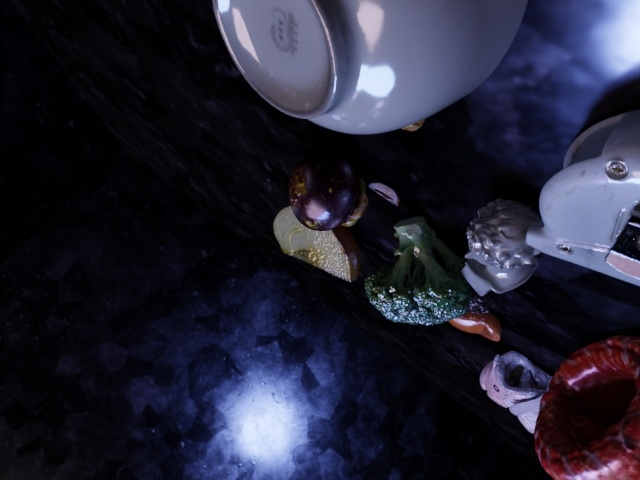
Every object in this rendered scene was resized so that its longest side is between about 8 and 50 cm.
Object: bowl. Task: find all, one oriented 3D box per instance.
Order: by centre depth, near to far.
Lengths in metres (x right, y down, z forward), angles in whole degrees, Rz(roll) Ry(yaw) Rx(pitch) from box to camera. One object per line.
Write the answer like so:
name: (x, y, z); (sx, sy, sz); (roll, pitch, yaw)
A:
bowl: (0.010, -0.255, 0.437); (0.354, 0.185, 0.353); (36, 154, 21)

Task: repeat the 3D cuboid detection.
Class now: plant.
plant: (0.382, 0.151, 1.096); (0.085, 0.087, 0.174); (18, -176, -37)

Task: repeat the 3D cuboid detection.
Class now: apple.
apple: (0.000, 0.000, 1.319); (0.346, 0.179, 0.254); (23, 171, 39)

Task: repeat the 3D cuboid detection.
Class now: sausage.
sausage: (0.440, 0.225, 1.173); (0.179, 0.089, 0.089); (25, 160, 29)

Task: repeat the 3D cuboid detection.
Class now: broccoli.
broccoli: (0.232, 0.079, 0.962); (0.270, 0.270, 0.269); (13, 121, 56)

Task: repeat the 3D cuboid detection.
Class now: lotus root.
lotus root: (0.152, -0.113, 0.931); (0.083, 0.030, 0.037); (37, -164, 14)

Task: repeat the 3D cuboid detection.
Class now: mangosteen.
mangosteen: (0.033, -0.112, 0.966); (0.217, 0.192, 0.192); (9, 179, -28)

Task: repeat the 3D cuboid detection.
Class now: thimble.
thimble: (0.597, 0.371, 0.768); (0.231, 0.350, 0.350); (35, 164, 10)

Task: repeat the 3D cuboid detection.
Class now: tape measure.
tape measure: (0.384, -0.030, 0.476); (0.243, 0.125, 0.246); (26, 161, 36)

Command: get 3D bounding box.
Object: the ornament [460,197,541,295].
ornament: (0.342, 0.026, 0.759); (0.120, 0.130, 0.285); (49, 180, 31)

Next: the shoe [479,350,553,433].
shoe: (0.665, 0.485, 1.234); (0.351, 0.171, 0.198); (27, 158, 29)

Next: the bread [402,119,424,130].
bread: (0.131, -0.218, 0.626); (0.066, 0.060, 0.110); (43, 173, 37)
